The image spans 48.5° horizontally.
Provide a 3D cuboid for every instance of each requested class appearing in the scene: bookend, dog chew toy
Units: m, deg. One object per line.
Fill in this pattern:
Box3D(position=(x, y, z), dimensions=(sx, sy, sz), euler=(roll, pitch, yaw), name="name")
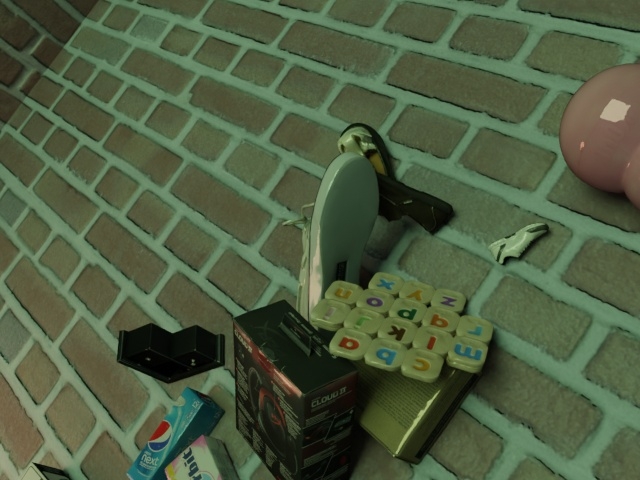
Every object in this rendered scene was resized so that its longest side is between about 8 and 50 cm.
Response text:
Box3D(position=(-0.309, 0.224, 1.482), dimensions=(0.157, 0.156, 0.072), euler=(-21, 53, 23), name="bookend")
Box3D(position=(0.528, -0.125, 1.077), dimensions=(0.206, 0.206, 0.332), euler=(-45, 55, 5), name="dog chew toy")

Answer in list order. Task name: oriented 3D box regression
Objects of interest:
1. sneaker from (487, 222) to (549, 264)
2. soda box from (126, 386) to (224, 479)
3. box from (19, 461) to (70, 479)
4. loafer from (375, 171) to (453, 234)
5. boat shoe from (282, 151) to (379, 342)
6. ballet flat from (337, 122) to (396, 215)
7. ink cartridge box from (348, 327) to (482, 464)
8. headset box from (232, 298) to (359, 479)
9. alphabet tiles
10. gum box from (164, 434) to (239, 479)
Box3D(position=(0.348, 0.006, 1.232), dimensions=(0.109, 0.040, 0.043), euler=(-31, 66, 22), name="sneaker")
Box3D(position=(-0.289, 0.403, 1.419), dimensions=(0.067, 0.071, 0.210), euler=(30, 83, 42), name="soda box")
Box3D(position=(-0.551, 0.610, 1.471), dimensions=(0.290, 0.087, 0.169), euler=(24, 79, 42), name="box")
Box3D(position=(0.137, -0.073, 1.331), dimensions=(0.220, 0.080, 0.078), euler=(22, 96, -2), name="loafer")
Box3D(position=(0.007, 0.000, 1.327), dimensions=(0.156, 0.136, 0.367), euler=(33, 127, 46), name="boat shoe")
Box3D(position=(0.093, -0.171, 1.471), dimensions=(0.095, 0.096, 0.280), euler=(-36, 49, 13), name="ballet flat")
Box3D(position=(0.123, 0.231, 1.218), dimensions=(0.235, 0.088, 0.193), euler=(35, 88, 42), name="ink cartridge box")
Box3D(position=(-0.048, 0.258, 1.190), dimensions=(0.110, 0.293, 0.218), euler=(-19, 38, -30), name="headset box")
Box3D(position=(0.135, 0.136, 1.166), dimensions=(0.284, 0.021, 0.278), euler=(15, 27, 14), name="alphabet tiles")
Box3D(position=(-0.211, 0.467, 1.328), dimensions=(0.107, 0.062, 0.188), euler=(-42, 50, 8), name="gum box")
